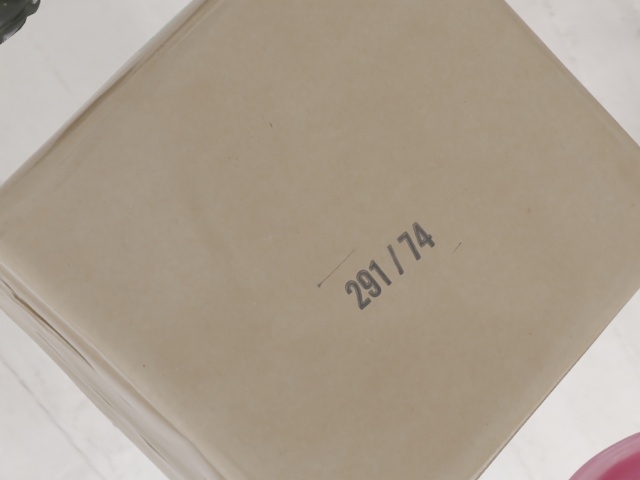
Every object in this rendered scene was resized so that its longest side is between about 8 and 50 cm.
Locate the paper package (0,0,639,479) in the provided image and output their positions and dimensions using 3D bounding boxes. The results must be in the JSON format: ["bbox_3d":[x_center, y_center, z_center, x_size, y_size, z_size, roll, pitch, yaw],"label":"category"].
[{"bbox_3d":[0.000,0.000,0.929,0.309,0.168,0.325,46,74,-8],"label":"paper package"}]

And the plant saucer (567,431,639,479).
[{"bbox_3d":[0.342,0.299,1.281,0.332,0.332,0.084,-28,141,-23],"label":"plant saucer"}]

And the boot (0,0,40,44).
[{"bbox_3d":[-0.197,-0.082,0.424,0.246,0.083,0.161,-41,140,-22],"label":"boot"}]
